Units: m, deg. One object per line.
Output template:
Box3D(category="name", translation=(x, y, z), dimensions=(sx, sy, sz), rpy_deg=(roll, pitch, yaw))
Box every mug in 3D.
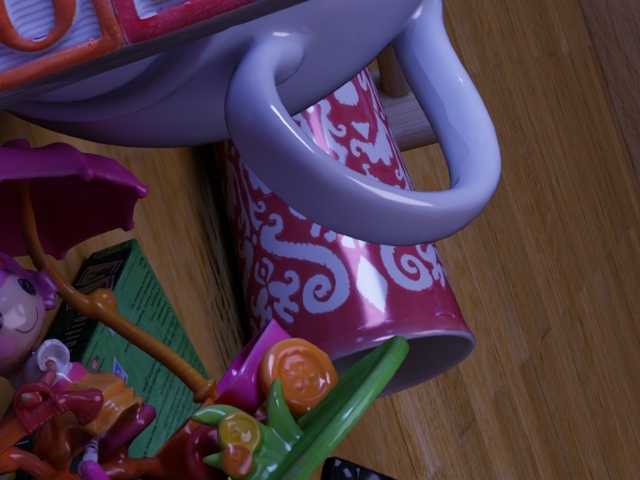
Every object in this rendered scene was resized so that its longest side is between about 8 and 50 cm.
Box3D(category="mug", translation=(-0.007, 0.000, 0.929), dimensions=(0.113, 0.150, 0.169), rpy_deg=(-4, 68, -35))

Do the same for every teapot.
Box3D(category="teapot", translation=(-0.074, -0.126, 0.601), dimensions=(0.187, 0.256, 0.253), rpy_deg=(-54, 138, -55))

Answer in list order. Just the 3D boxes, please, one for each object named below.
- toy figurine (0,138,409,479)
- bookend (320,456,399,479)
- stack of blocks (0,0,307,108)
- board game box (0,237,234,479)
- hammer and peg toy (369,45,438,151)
Box3D(category="toy figurine", translation=(-0.081, 0.043, 0.593), dimensions=(0.159, 0.130, 0.173), rpy_deg=(42, 49, 0))
Box3D(category="bookend", translation=(0.008, 0.153, 0.718), dimensions=(0.156, 0.157, 0.072), rpy_deg=(25, 62, -34))
Box3D(category="stack of blocks", translation=(-0.080, -0.127, 0.458), dimensions=(0.087, 0.297, 0.171), rpy_deg=(-34, 107, -71))
Box3D(category="board game box", translation=(-0.080, 0.119, 0.670), dimensions=(0.136, 0.030, 0.260), rpy_deg=(63, 20, -22))
Box3D(category="hammer and peg toy", translation=(0.056, -0.256, 1.146), dimensions=(0.266, 0.127, 0.361), rpy_deg=(92, -14, -72))
